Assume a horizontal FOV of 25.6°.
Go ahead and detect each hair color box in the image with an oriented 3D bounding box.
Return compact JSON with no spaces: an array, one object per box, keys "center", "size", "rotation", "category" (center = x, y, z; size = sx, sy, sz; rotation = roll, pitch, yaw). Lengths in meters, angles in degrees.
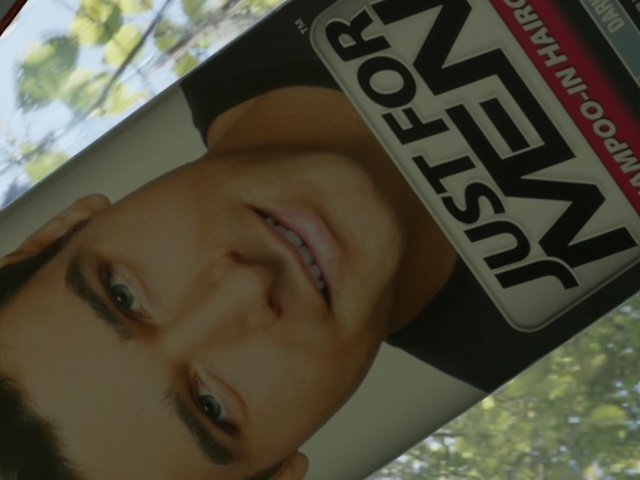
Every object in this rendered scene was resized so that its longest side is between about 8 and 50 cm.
[{"center":[0.000,0.000,0.633],"size":[0.374,0.113,0.185],"rotation":[-35,-86,7],"category":"hair color box"}]

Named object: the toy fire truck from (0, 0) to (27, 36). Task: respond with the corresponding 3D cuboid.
[{"center":[-0.108,-0.223,0.399],"size":[0.302,0.169,0.254],"rotation":[-55,-40,-7],"category":"toy fire truck"}]
